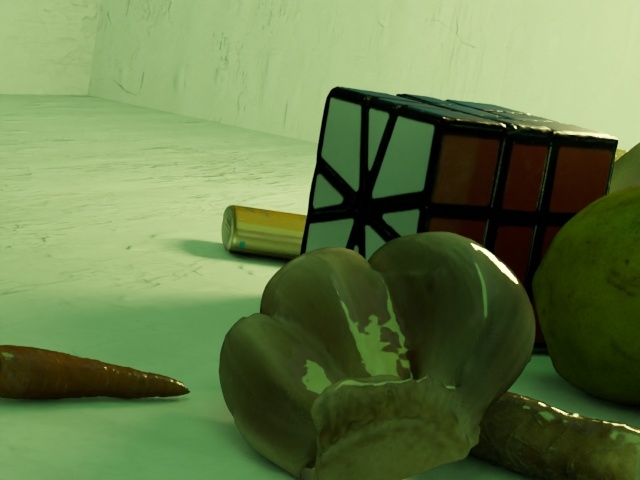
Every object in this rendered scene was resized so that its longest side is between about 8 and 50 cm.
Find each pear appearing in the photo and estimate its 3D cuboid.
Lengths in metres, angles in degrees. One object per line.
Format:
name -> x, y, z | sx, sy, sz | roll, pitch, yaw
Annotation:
pear -> 0.389, 0.060, 1.692 | 0.307, 0.253, 0.253 | -10, 4, 16

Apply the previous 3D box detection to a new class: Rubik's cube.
Rubik's cube -> 0.164, -0.029, 1.936 | 0.283, 0.293, 0.288 | 6, 8, -32

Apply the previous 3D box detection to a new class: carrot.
carrot -> -0.209, 0.124, 1.367 | 0.216, 0.048, 0.048 | 10, 7, -36

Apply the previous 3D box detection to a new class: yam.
yam -> 0.151, 0.160, 1.401 | 0.356, 0.081, 0.081 | 15, 10, 34

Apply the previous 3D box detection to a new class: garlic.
garlic -> 0.047, 0.087, 1.336 | 0.279, 0.132, 0.325 | -14, 29, -6

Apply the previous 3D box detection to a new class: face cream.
face cream -> 0.000, 0.000, 2.271 | 0.285, 0.067, 0.139 | 8, 11, -11

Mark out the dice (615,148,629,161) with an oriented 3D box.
dice -> 0.453, -0.006, 2.252 | 0.233, 0.238, 0.227 | 4, 11, -35

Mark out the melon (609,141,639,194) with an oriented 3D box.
melon -> 0.461, 0.006, 1.976 | 0.268, 0.330, 0.268 | 32, 0, 0
